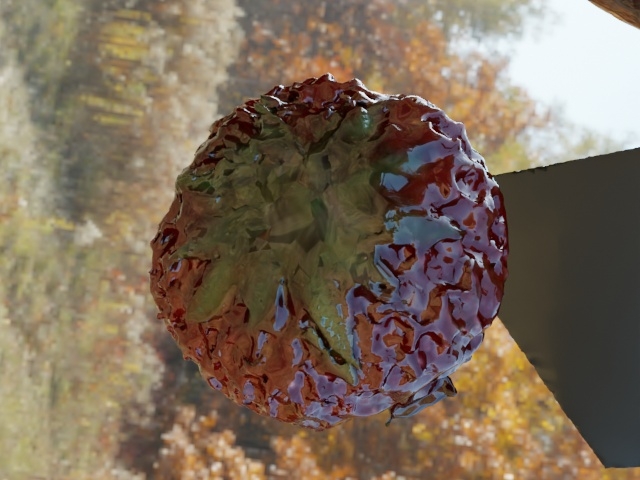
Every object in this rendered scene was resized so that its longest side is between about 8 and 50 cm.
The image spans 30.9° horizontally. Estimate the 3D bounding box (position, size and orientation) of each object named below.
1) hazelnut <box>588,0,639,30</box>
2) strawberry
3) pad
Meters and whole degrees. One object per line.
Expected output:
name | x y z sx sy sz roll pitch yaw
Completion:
hazelnut | 0.401 -0.387 1.136 0.421 0.421 0.353 130 -49 -81
strawberry | 0.000 0.000 0.438 0.086 0.145 0.145 35 59 -64
pad | 0.246 0.033 0.513 0.247 0.367 0.007 50 48 -31
